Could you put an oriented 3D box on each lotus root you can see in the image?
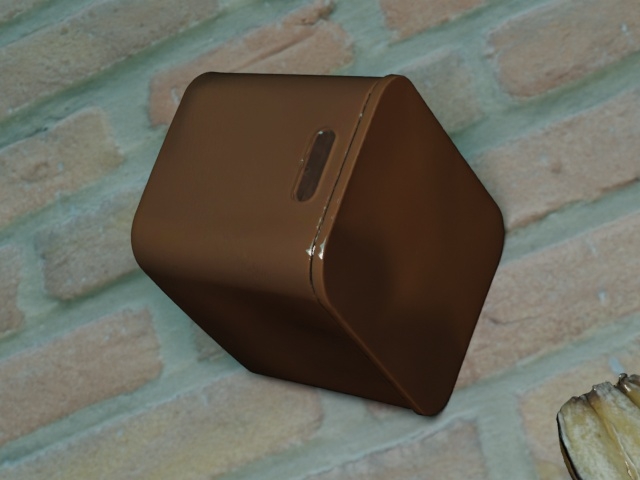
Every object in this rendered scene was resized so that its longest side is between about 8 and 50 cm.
[{"bbox_3d":[0.337,0.274,1.827,0.167,0.078,0.329,-15,56,-21],"label":"lotus root"}]

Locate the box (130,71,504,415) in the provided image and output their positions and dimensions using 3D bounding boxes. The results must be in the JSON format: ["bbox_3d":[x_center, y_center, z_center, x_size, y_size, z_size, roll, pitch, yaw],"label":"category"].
[{"bbox_3d":[0.000,0.000,1.977,0.229,0.339,0.239,7,66,30],"label":"box"}]
